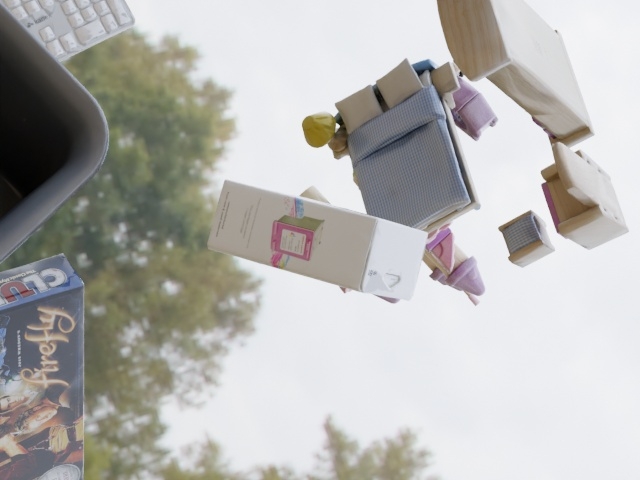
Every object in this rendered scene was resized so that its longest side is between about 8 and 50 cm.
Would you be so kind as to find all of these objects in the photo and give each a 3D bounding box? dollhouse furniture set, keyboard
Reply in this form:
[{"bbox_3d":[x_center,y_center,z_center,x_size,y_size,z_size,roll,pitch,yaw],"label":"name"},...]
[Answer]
[{"bbox_3d":[0.107,-0.094,1.360,0.303,0.198,0.286,-28,-123,27],"label":"dollhouse furniture set"},{"bbox_3d":[-0.262,-0.136,0.957,0.072,0.256,0.014,60,-18,0],"label":"keyboard"}]

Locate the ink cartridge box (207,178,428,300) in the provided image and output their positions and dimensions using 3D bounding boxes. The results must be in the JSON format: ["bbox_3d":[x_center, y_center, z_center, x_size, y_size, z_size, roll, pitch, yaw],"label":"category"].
[{"bbox_3d":[0.000,0.000,0.894,0.122,0.088,0.052,16,-88,27],"label":"ink cartridge box"}]

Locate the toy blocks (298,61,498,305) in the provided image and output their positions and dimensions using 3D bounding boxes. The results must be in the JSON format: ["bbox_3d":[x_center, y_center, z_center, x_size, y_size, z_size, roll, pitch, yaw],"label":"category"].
[{"bbox_3d":[0.154,-0.031,1.821,0.260,0.309,0.288,48,-4,7],"label":"toy blocks"}]

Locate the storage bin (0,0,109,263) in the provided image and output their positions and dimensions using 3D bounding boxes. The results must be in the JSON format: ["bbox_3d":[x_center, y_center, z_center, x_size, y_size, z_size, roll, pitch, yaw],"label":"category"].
[{"bbox_3d":[-0.153,-0.013,0.438,0.098,0.135,0.091,46,-24,-5],"label":"storage bin"}]

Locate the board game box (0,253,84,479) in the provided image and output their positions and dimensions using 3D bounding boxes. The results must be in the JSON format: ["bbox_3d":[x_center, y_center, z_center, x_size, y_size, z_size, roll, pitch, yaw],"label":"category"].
[{"bbox_3d":[-0.270,0.136,1.036,0.042,0.165,0.243,48,-37,38],"label":"board game box"}]
